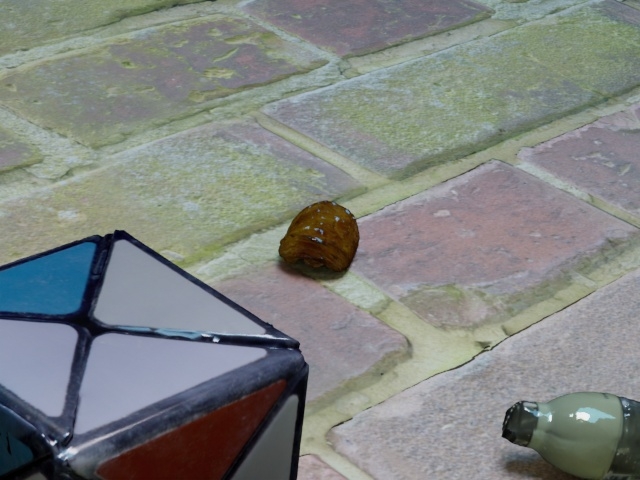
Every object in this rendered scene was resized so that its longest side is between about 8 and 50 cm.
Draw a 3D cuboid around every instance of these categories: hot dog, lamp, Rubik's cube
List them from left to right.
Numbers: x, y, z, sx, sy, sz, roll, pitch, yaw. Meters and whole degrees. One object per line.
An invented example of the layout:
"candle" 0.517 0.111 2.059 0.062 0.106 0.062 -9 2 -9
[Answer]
"Rubik's cube" -0.226 0.198 1.587 0.305 0.307 0.310 -22 39 -38
"hot dog" -0.001 -0.002 2.253 0.099 0.065 0.147 11 23 7
"lamp" 0.324 0.221 1.894 0.250 0.101 0.101 12 28 -8
